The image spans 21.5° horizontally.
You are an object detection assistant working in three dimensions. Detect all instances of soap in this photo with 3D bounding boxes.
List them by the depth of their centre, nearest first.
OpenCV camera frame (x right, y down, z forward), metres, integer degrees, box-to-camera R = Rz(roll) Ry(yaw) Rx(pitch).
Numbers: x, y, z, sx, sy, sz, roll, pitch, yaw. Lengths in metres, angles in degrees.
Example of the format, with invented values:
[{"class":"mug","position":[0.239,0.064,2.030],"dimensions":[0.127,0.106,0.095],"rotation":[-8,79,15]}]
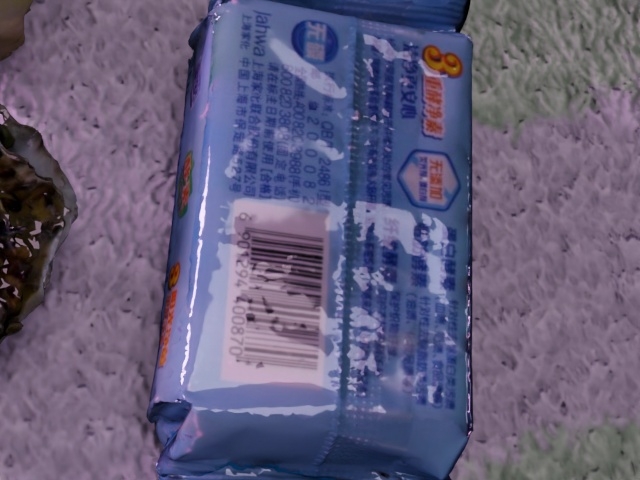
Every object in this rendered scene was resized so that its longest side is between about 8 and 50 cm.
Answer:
[{"class":"soap","position":[0.000,0.000,0.860],"dimensions":[0.156,0.077,0.293],"rotation":[9,66,-11]}]

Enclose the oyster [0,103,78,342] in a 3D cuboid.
[{"class":"oyster","position":[-0.257,-0.020,0.799],"dimensions":[0.267,0.112,0.198],"rotation":[25,84,-11]}]

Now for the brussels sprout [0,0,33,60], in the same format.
[{"class":"brussels sprout","position":[-0.217,-0.175,0.859],"dimensions":[0.145,0.131,0.183],"rotation":[9,62,-34]}]
